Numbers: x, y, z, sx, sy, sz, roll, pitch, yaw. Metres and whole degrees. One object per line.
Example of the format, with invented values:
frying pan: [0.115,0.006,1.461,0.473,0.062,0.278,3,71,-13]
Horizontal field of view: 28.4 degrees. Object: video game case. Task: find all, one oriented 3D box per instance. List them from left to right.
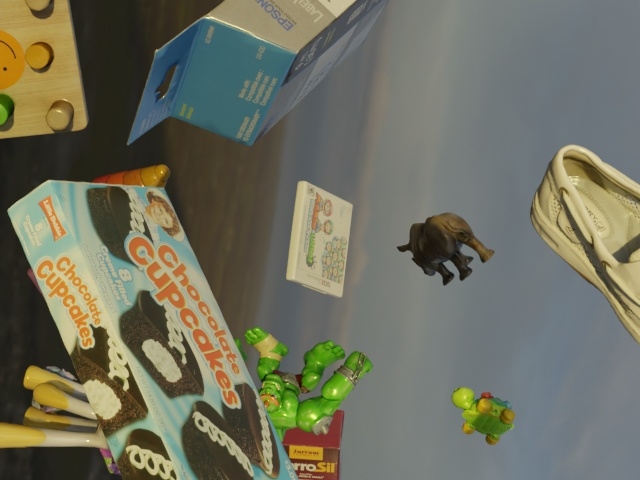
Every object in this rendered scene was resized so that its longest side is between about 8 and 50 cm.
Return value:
video game case: [0.000,0.000,1.994,0.143,0.019,0.157,23,70,-54]

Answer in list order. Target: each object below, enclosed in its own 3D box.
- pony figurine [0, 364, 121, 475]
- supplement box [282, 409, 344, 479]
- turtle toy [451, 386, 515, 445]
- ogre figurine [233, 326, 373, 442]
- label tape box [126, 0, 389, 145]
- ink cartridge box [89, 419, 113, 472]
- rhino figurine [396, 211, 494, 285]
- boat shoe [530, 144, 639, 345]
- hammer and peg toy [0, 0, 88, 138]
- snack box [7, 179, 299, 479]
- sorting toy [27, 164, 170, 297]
pony figurine: [-0.304,0.302,2.038,0.351,0.363,0.303,-18,121,-89]
supplement box: [-0.019,0.353,1.973,0.081,0.104,0.188,-83,175,-50]
turtle toy: [0.306,0.320,2.377,0.066,0.130,0.095,-66,-178,-49]
ogre figurine: [-0.043,0.180,1.562,0.097,0.197,0.118,105,0,-57]
label tape box: [-0.055,-0.222,1.453,0.333,0.106,0.240,-45,176,-25]
ink cartridge box: [-0.277,0.322,2.312,0.189,0.255,0.097,81,3,-45]
rhino figurine: [0.186,0.012,2.005,0.073,0.106,0.243,-43,-177,-15]
boat shoe: [0.290,0.022,1.071,0.098,0.277,0.096,-38,154,-21]
hammer and peg toy: [-0.549,-0.278,1.913,0.127,0.361,0.266,-96,-179,-70]
snack box: [-0.146,0.100,1.145,0.322,0.060,0.187,64,22,11]
sorting toy: [-0.326,-0.032,1.974,0.126,0.127,0.365,-35,-168,28]
